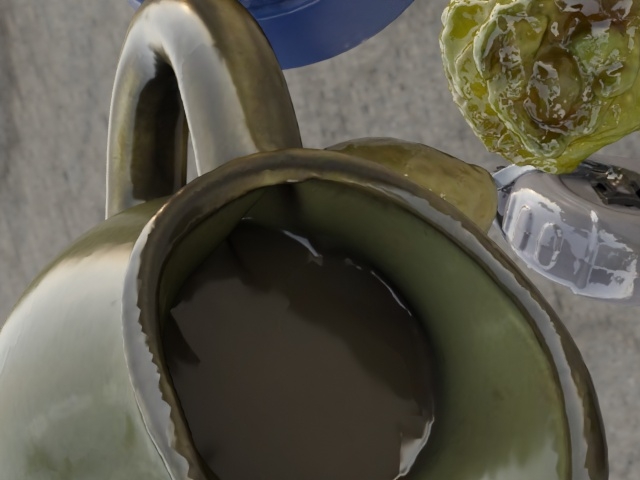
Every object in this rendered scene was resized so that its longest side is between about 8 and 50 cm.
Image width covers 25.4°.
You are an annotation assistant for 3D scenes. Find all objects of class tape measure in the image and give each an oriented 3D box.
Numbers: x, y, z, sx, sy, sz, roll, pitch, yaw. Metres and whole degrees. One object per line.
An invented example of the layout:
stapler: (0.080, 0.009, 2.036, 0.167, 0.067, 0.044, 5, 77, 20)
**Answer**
tape measure: (0.275, -0.012, 1.348, 0.197, 0.236, 0.120, -106, 26, -61)

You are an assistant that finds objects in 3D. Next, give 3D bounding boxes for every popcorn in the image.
popcorn: (0.196, -0.145, 1.154, 0.155, 0.197, 0.198, -129, 27, -65)

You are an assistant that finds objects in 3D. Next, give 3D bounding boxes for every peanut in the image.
peanut: (0.000, 0.000, 0.897, 0.098, 0.229, 0.103, 66, 178, -86)

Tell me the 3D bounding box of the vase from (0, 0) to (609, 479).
vase: (-0.040, 0.037, 0.654, 0.302, 0.240, 0.329, 135, 122, -65)

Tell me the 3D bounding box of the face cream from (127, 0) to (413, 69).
face cream: (-0.053, -0.258, 0.869, 0.249, 0.249, 0.225, 65, -173, 22)
